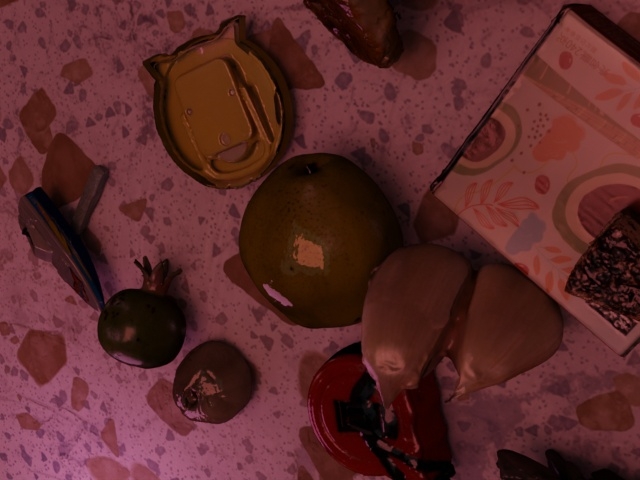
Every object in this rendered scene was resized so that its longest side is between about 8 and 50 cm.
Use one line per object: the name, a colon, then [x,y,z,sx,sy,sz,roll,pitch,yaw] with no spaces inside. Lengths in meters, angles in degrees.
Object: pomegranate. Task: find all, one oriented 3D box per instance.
pomegranate: [-0.347,0.145,1.896,0.181,0.181,0.224,20,91,26]

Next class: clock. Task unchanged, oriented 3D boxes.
clock: [-0.175,-0.240,1.729,0.277,0.071,0.293,-11,98,29]

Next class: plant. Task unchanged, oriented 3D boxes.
plant: [0.410,0.453,1.490,0.321,0.194,0.181,12,106,26]

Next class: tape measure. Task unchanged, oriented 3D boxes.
tape measure: [0.101,0.307,1.686,0.260,0.114,0.253,-5,100,33]

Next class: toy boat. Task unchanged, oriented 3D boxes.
toy boat: [-0.544,0.033,2.008,0.295,0.088,0.129,51,151,10]

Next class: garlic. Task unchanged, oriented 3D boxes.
garlic: [0.206,0.126,1.456,0.286,0.313,0.249,40,110,14]

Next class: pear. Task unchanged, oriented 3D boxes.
pear: [0.000,0.000,1.570,0.294,0.294,0.294,9,108,30]

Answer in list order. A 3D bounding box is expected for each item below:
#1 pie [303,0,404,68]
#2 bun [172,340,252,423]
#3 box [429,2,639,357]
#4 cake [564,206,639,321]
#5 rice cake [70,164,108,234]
pie: [0.022,-0.385,1.450,0.092,0.315,0.315,-40,80,1]
bun: [-0.227,0.291,1.883,0.166,0.113,0.173,38,118,18]
box: [0.412,-0.089,1.378,0.385,0.122,0.344,43,121,15]
cake: [0.446,0.087,1.269,0.246,0.112,0.135,47,125,8]
rice cake: [-0.486,-0.085,1.990,0.033,0.029,0.171,40,120,15]
